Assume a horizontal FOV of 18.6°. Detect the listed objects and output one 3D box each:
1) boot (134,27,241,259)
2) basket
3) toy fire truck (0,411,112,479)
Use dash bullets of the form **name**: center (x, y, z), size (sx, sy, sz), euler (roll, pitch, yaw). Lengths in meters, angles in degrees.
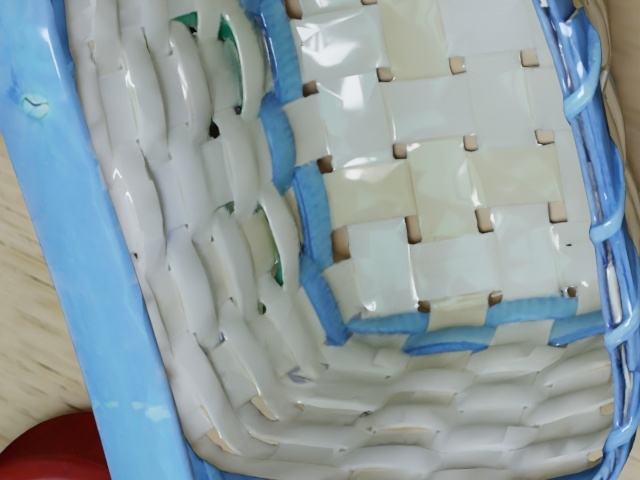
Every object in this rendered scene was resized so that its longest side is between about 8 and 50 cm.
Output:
- **boot**: center (-0.081, -0.048, 0.800), size (0.114, 0.037, 0.106), euler (-37, 91, 37)
- **basket**: center (0.000, 0.000, 0.629), size (0.201, 0.289, 0.255), euler (-7, 105, 21)
- **toy fire truck**: center (-0.046, 0.145, 0.818), size (0.217, 0.158, 0.246), euler (38, 102, -1)
